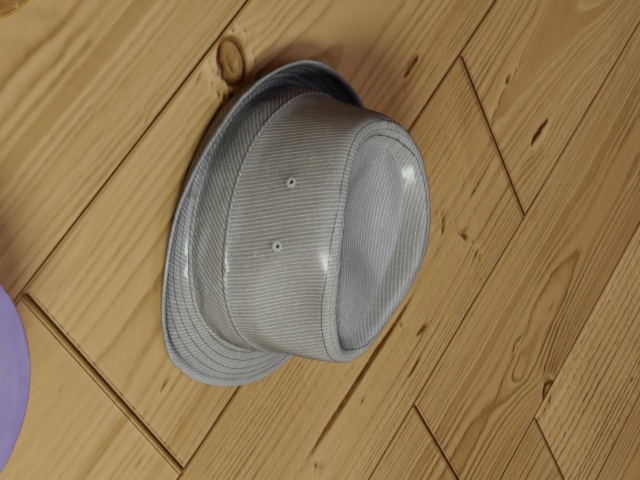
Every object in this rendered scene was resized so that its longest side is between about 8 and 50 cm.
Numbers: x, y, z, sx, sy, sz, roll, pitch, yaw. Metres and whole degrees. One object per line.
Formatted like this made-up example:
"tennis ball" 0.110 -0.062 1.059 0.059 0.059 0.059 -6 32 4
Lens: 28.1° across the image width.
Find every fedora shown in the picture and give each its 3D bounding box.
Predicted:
"fedora" 0.000 0.000 1.013 0.243 0.124 0.276 21 85 -53

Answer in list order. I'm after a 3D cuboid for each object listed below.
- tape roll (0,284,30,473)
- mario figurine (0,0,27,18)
"tape roll" -0.265 0.088 0.731 0.189 0.080 0.189 -23 120 -46
"mario figurine" -0.260 -0.236 0.621 0.321 0.170 0.198 77 7 -48
